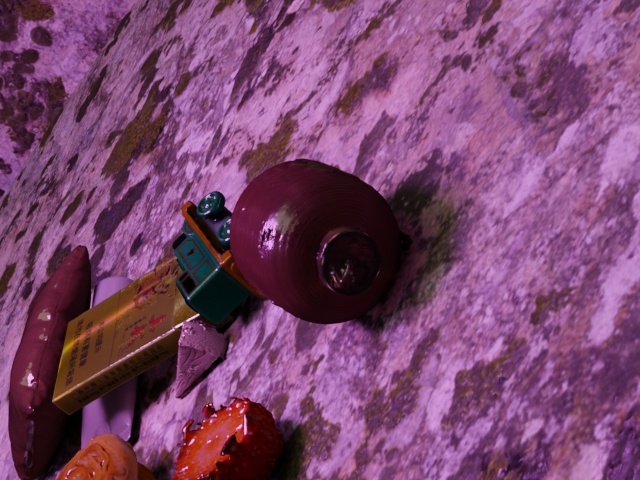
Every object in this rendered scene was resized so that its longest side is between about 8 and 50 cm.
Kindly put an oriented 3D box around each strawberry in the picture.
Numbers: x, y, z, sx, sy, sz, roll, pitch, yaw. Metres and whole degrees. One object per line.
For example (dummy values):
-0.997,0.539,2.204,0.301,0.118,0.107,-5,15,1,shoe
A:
-0.103,0.246,1.529,0.145,0.086,0.145,-45,23,25,strawberry

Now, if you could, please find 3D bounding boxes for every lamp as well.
0.000,0.000,1.512,0.180,0.180,0.258,-61,24,0,lamp

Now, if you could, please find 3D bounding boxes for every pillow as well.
-0.436,0.200,2.175,0.308,0.108,0.305,113,169,-58,pillow

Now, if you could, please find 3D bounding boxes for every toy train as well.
-0.140,0.023,1.812,0.136,0.091,0.228,-47,35,0,toy train

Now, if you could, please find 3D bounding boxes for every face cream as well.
-0.322,0.198,2.064,0.143,0.089,0.314,-39,37,37,face cream

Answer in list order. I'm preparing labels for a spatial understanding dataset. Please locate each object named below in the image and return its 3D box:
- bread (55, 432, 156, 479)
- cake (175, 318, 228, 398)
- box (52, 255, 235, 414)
-0.301,0.373,1.763,0.236,0.120,0.198,-55,25,14,bread
-0.182,0.164,1.839,0.121,0.065,0.052,-51,21,40,cake
-0.252,0.116,1.944,0.311,0.043,0.173,-30,34,22,box
